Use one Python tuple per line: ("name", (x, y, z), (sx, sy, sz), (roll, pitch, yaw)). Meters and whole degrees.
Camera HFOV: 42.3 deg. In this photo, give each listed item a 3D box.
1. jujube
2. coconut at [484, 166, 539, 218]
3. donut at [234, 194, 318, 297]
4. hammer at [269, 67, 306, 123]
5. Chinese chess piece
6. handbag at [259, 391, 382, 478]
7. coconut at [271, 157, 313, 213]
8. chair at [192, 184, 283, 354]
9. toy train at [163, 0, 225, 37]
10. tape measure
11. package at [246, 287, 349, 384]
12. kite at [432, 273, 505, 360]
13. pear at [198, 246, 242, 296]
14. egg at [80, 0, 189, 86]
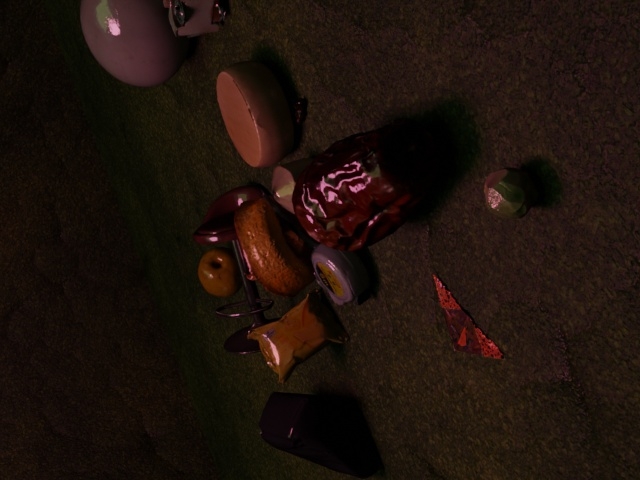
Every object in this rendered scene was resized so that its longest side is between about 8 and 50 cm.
("jujube", (0.086, -0.103, 1.496), (0.216, 0.216, 0.342), (65, 150, 9))
("coconut", (0.288, -0.071, 1.251), (0.082, 0.081, 0.083), (-72, -14, -58))
("donut", (-0.099, 0.010, 1.928), (0.118, 0.253, 0.253), (-32, 77, 25))
("hammer", (-0.080, -0.339, 1.864), (0.178, 0.021, 0.065), (57, 152, 31))
("Chinese chess piece", (-0.151, -0.294, 1.923), (0.250, 0.097, 0.250), (54, 157, 36))
("handbag", (0.008, 0.498, 2.184), (0.302, 0.275, 0.177), (-23, 44, 67))
("coconut", (-0.052, -0.119, 1.848), (0.116, 0.122, 0.116), (43, 144, 43))
("chair", (-0.199, 0.072, 2.170), (0.227, 0.227, 0.400), (12, 119, 61))
("toy train", (-0.294, -0.634, 1.945), (0.159, 0.129, 0.326), (63, 156, 27))
("tape measure", (0.000, -0.001, 1.820), (0.330, 0.084, 0.164), (58, 152, -12))
("package", (-0.056, 0.234, 2.050), (0.168, 0.226, 0.090), (55, -178, 18))
("kite", (0.266, 0.175, 1.565), (0.222, 0.008, 0.125), (53, 151, 31))
("pear", (-0.294, 0.096, 2.488), (0.148, 0.149, 0.162), (57, 175, 25))
("egg", (-0.488, -0.571, 2.188), (0.276, 0.276, 0.389), (57, 166, 25))
